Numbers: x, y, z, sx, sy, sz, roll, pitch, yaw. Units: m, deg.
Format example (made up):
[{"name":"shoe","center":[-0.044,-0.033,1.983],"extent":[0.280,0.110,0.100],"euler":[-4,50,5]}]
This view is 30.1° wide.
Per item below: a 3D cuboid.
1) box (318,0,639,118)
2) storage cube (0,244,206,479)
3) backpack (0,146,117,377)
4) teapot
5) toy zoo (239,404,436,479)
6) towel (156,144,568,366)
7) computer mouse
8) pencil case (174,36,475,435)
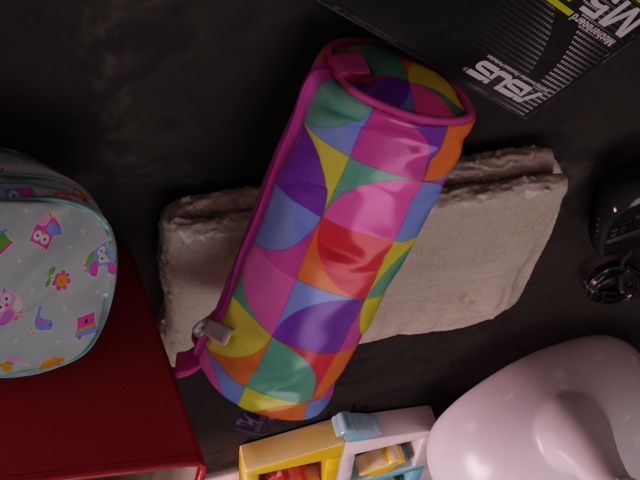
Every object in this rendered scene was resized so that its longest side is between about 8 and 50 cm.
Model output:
[{"name":"box","center":[0.117,-0.155,0.603],"extent":[0.184,0.045,0.191],"euler":[-38,143,28]},{"name":"storage cube","center":[-0.197,0.134,0.738],"extent":[0.215,0.193,0.183],"euler":[-3,132,-24]},{"name":"backpack","center":[-0.202,0.012,0.624],"extent":[0.182,0.115,0.151],"euler":[0,116,-42]},{"name":"teapot","center":[0.234,0.224,1.114],"extent":[0.256,0.187,0.252],"euler":[2,141,-44]},{"name":"toy zoo","center":[0.012,0.241,1.213],"extent":[0.192,0.030,0.293],"euler":[-11,149,-10]},{"name":"towel","center":[0.024,0.013,0.832],"extent":[0.282,0.049,0.187],"euler":[-8,147,-13]},{"name":"computer mouse","center":[0.237,-0.003,0.928],"extent":[0.071,0.041,0.242],"euler":[-18,156,-1]},{"name":"pencil case","center":[0.000,0.000,0.688],"extent":[0.104,0.104,0.236],"euler":[6,123,-34]}]
